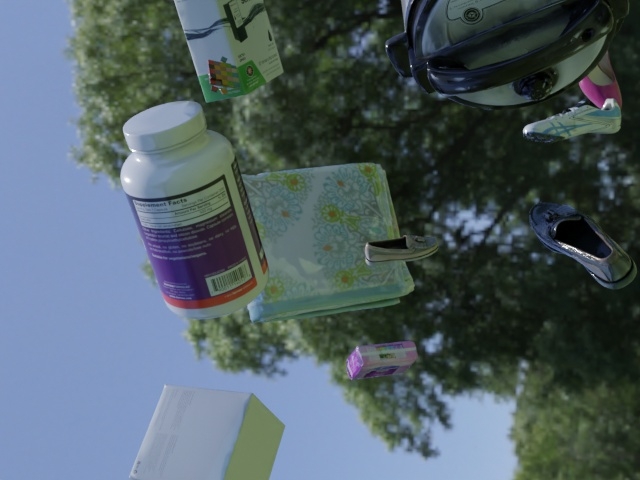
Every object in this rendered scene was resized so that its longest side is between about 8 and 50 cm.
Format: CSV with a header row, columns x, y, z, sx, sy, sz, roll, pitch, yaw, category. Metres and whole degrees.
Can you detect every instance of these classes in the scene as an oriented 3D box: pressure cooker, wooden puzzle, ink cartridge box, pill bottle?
x,y,z,sx,sy,sz,roll,pitch,yaw,category
0.325,-0.437,1.718,0.370,0.375,0.420,120,156,-47,pressure cooker
-0.155,-0.264,1.573,0.006,0.049,0.083,126,142,-47,wooden puzzle
-0.157,-0.360,1.678,0.153,0.087,0.208,-45,-56,-54,ink cartridge box
-0.202,-0.048,1.558,0.181,0.181,0.323,-57,-41,-52,pill bottle

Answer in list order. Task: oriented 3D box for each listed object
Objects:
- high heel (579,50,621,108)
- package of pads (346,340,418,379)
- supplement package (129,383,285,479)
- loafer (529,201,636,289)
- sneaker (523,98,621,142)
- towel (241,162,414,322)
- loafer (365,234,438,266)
x,y,z,sx,sy,sz,roll,pitch,yaw,category
0.632,-0.411,2.231,0.117,0.082,0.244,108,149,-66,high heel
0.078,0.153,1.264,0.050,0.083,0.032,120,139,-51,package of pads
-0.206,0.391,1.832,0.149,0.203,0.194,54,-135,-47,supplement package
0.475,-0.012,1.819,0.096,0.267,0.084,-44,-49,0,loafer
0.553,-0.265,2.179,0.085,0.237,0.086,179,81,-75,sneaker
0.000,0.000,2.136,0.090,0.374,0.320,131,129,-65,towel
0.134,0.011,1.627,0.045,0.125,0.039,-115,15,-57,loafer
